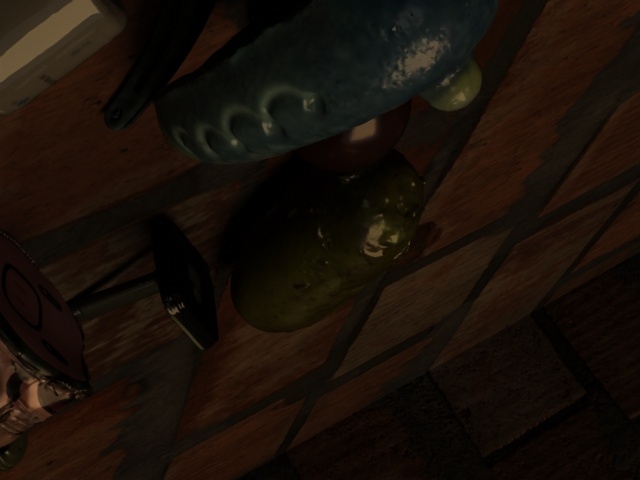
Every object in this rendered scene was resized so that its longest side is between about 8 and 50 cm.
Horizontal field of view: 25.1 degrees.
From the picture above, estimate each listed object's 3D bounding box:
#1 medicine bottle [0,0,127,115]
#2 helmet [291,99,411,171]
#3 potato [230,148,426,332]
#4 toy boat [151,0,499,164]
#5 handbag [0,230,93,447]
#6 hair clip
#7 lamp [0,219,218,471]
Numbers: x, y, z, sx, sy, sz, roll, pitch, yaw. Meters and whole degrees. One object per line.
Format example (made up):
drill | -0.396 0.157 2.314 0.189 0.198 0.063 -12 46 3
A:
medicine bottle | -0.211 -0.125 0.878 0.168 0.105 0.105 -36 163 4
helmet | 0.030 -0.127 1.328 0.155 0.106 0.175 -22 156 -35
potato | 0.000 0.000 1.576 0.176 0.141 0.298 0 151 -41
toy boat | 0.014 -0.128 1.038 0.215 0.123 0.330 -43 -166 -32
handbag | -0.283 0.086 1.193 0.116 0.179 0.205 -37 -154 4
hair clip | -0.111 -0.160 1.071 0.083 0.048 0.275 -29 164 -30
lamp | -0.250 0.077 1.413 0.283 0.124 0.203 -31 143 -1
